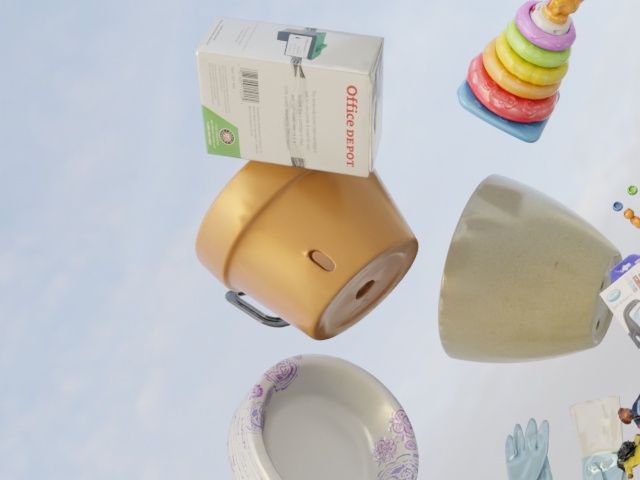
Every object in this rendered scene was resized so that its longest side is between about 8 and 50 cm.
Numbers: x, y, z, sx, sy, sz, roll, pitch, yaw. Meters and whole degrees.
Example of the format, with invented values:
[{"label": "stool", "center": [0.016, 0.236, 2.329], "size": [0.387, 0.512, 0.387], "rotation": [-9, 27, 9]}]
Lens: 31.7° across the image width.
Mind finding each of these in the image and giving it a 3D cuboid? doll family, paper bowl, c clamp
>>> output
[{"label": "doll family", "center": [0.477, 0.290, 1.641], "size": [0.111, 0.076, 0.193], "rotation": [-47, 6, 49]}, {"label": "paper bowl", "center": [-0.007, 0.325, 1.700], "size": [0.284, 0.284, 0.148], "rotation": [-26, -17, -43]}, {"label": "c clamp", "center": [-0.089, 0.123, 2.042], "size": [0.137, 0.160, 0.022], "rotation": [-19, -49, -54]}]

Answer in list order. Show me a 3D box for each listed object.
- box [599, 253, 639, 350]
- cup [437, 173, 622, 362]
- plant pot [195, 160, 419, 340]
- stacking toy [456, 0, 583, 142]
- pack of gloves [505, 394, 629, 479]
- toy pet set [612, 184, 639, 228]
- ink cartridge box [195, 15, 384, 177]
[{"label": "box", "center": [0.390, 0.084, 1.333], "size": [0.028, 0.136, 0.081], "rotation": [-23, -19, -37]}, {"label": "cup", "center": [0.373, 0.070, 1.914], "size": [0.331, 0.236, 0.331], "rotation": [-37, -47, -52]}, {"label": "plant pot", "center": [0.000, 0.000, 1.580], "size": [0.291, 0.203, 0.291], "rotation": [-38, -21, -17]}, {"label": "stacking toy", "center": [0.356, -0.324, 1.839], "size": [0.175, 0.165, 0.302], "rotation": [-57, -5, -41]}, {"label": "pack of gloves", "center": [0.388, 0.370, 1.742], "size": [0.046, 0.195, 0.232], "rotation": [49, -148, -46]}, {"label": "toy pet set", "center": [0.479, -0.065, 1.549], "size": [0.122, 0.114, 0.065], "rotation": [-49, -25, 4]}, {"label": "ink cartridge box", "center": [-0.033, -0.178, 1.399], "size": [0.093, 0.219, 0.160], "rotation": [-70, -15, -45]}]
